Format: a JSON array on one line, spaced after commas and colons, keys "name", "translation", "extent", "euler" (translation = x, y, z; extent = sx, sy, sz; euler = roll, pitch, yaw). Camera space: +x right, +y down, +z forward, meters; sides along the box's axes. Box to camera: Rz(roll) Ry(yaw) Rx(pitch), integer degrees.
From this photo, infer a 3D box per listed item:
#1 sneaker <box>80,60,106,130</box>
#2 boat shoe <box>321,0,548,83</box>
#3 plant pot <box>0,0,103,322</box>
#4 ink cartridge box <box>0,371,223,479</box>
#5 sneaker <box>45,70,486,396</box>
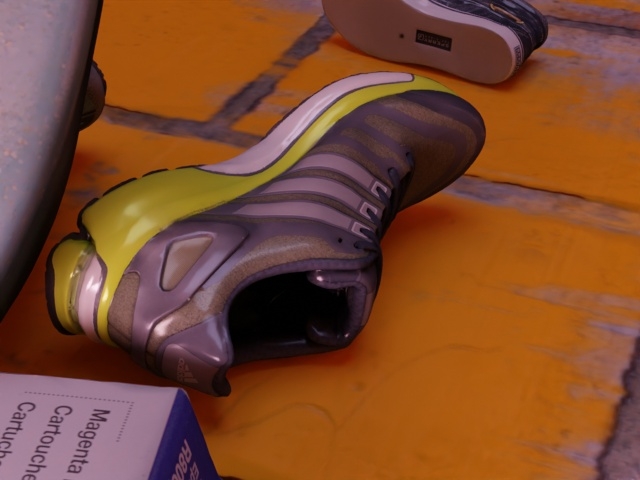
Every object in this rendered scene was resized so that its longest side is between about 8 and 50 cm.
[{"name": "sneaker", "translation": [-0.251, -0.049, 0.774], "extent": [0.261, 0.104, 0.125], "euler": [-17, 54, -22]}, {"name": "boat shoe", "translation": [0.095, -0.183, 1.023], "extent": [0.183, 0.065, 0.083], "euler": [25, 36, 22]}, {"name": "plant pot", "translation": [-0.230, -0.073, 0.600], "extent": [0.247, 0.252, 0.247], "euler": [5, -11, -12]}, {"name": "ink cartridge box", "translation": [-0.151, 0.164, 0.435], "extent": [0.330, 0.071, 0.324], "euler": [3, 31, 4]}, {"name": "sneaker", "translation": [0.000, 0.000, 0.695], "extent": [0.300, 0.111, 0.121], "euler": [-31, 54, -34]}]
